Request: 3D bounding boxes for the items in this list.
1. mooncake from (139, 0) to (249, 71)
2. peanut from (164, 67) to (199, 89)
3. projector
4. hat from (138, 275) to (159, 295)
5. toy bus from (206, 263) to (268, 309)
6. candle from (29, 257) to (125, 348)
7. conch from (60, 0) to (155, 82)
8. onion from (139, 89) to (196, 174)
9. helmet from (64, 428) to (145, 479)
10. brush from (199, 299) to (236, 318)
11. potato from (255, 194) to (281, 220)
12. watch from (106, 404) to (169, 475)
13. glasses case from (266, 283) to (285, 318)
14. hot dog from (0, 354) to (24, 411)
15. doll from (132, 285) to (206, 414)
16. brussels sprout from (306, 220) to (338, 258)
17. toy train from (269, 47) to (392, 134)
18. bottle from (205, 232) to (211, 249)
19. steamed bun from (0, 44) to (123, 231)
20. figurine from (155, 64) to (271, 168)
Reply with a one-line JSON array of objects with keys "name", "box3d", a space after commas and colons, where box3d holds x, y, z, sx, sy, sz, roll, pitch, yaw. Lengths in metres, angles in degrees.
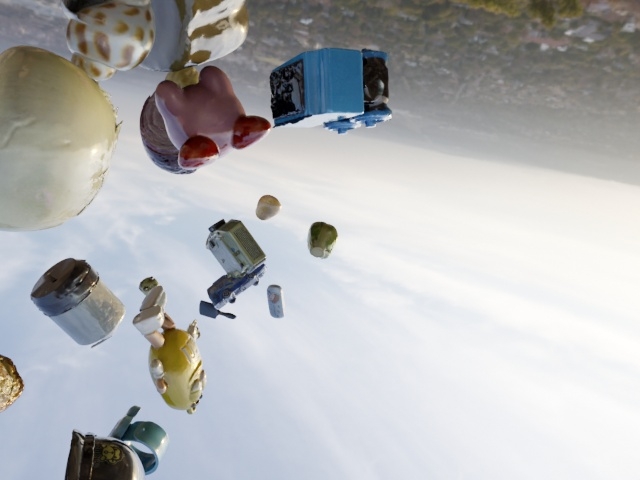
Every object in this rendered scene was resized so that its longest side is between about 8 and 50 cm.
[{"name": "mooncake", "box3d": [-0.394, -0.675, 1.195, 0.468, 0.466, 0.262, 18, -134, 35]}, {"name": "peanut", "box3d": [-0.410, -0.413, 1.504, 0.147, 0.305, 0.146, -2, -135, 2]}, {"name": "projector", "box3d": [-0.286, 0.027, 1.516, 0.088, 0.193, 0.270, -37, -175, -26]}, {"name": "hat", "box3d": [-0.739, 0.193, 2.023, 0.076, 0.059, 0.077, 43, -122, 3]}, {"name": "toy bus", "box3d": [-0.303, 0.150, 1.710, 0.094, 0.237, 0.079, 49, 169, 22]}, {"name": "candle", "box3d": [-0.846, 0.242, 1.693, 0.222, 0.342, 0.221, -18, -144, 14]}, {"name": "conch", "box3d": [-0.433, -0.432, 0.951, 0.183, 0.274, 0.149, 25, 163, -11]}, {"name": "onion", "box3d": [-0.514, -0.409, 1.780, 0.282, 0.336, 0.260, -1, 165, 3]}, {"name": "helmet", "box3d": [-0.463, 0.536, 1.014, 0.161, 0.278, 0.230, 4, -157, -19]}, {"name": "brush", "box3d": [-0.412, 0.287, 1.875, 0.194, 0.062, 0.016, 11, -169, 30]}, {"name": "potato", "box3d": [-0.151, -0.092, 1.342, 0.068, 0.083, 0.062, 38, -167, -1]}, {"name": "watch", "box3d": [-0.615, 0.686, 1.561, 0.193, 0.210, 0.211, 36, -171, -7]}, {"name": "glasses case", "box3d": [-0.194, 0.268, 2.046, 0.068, 0.178, 0.045, 2, -148, 10]}, {"name": "hot dog", "box3d": [-0.797, 0.319, 1.058, 0.175, 0.114, 0.259, 53, 166, 11]}, {"name": "doll", "box3d": [-0.499, 0.360, 1.577, 0.161, 0.423, 0.347, -12, -129, 11]}, {"name": "brussels sprout", "box3d": [0.004, -0.007, 1.966, 0.131, 0.145, 0.183, 28, -170, -12]}, {"name": "toy train", "box3d": [0.017, -0.366, 1.170, 0.265, 0.187, 0.300, -8, -171, -27]}, {"name": "bottle", "box3d": [-0.364, 0.034, 2.020, 0.245, 0.104, 0.104, 25, -176, -25]}, {"name": "steamed bun", "box3d": [-0.519, -0.161, 0.874, 0.233, 0.311, 0.334, 18, 140, -38]}, {"name": "figurine", "box3d": [-0.316, -0.314, 1.310, 0.270, 0.261, 0.211, -30, 171, -21]}]
